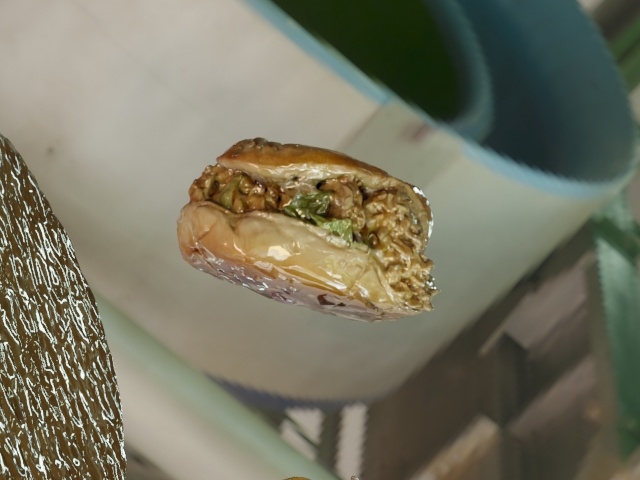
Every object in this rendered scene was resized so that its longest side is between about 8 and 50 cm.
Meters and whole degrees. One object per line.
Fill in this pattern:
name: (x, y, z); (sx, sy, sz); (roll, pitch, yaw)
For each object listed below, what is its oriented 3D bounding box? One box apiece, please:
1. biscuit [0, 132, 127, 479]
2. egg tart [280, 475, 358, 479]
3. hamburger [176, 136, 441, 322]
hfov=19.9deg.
biscuit: (-0.169, 0.041, 0.882); (0.037, 0.262, 0.262); (-21, -157, 13)
egg tart: (-0.019, 0.340, 1.730); (0.252, 0.232, 0.098); (-60, -168, 23)
hamburger: (0.000, 0.000, 1.754); (0.286, 0.243, 0.146); (10, -101, 29)
